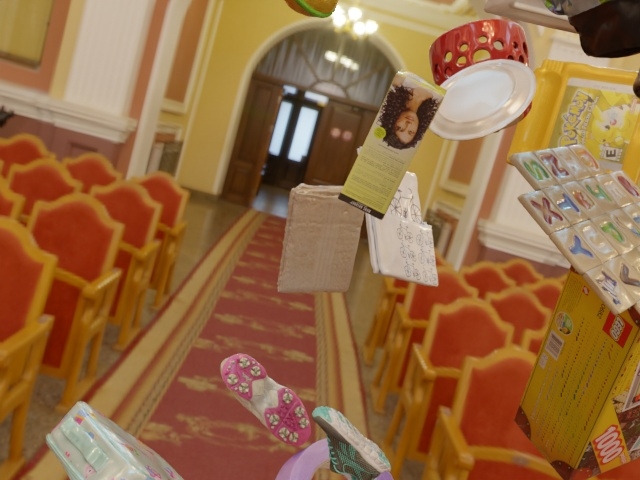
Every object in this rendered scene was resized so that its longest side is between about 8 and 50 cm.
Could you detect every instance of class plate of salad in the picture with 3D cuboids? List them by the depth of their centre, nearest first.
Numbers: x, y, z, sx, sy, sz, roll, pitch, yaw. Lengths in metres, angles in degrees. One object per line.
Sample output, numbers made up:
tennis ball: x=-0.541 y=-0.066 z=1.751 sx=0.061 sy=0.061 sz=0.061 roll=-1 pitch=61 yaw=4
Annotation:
plate of salad: x=0.281 y=-0.242 z=1.280 sx=0.200 sy=0.200 sz=0.048 roll=23 pitch=-23 yaw=45

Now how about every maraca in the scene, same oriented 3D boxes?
maraca: x=-0.033 y=-0.441 z=1.164 sx=0.099 sy=0.185 sz=0.127 roll=-25 pitch=8 yaw=38

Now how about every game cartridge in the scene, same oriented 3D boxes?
game cartridge: x=0.653 y=-0.290 z=1.797 sx=0.324 sy=0.285 sz=0.053 roll=18 pitch=3 yaw=30

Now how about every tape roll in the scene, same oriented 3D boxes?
tape roll: x=0.035 y=0.570 z=1.564 sx=0.275 sy=0.274 sz=0.090 roll=12 pitch=-34 yaw=-26

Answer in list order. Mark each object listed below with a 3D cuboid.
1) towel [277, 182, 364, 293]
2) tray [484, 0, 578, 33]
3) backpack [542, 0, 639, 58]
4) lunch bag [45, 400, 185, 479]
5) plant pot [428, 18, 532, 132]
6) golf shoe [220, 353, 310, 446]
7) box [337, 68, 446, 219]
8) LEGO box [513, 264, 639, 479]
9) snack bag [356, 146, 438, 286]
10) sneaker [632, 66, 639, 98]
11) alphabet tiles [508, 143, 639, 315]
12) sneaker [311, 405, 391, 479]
towel: x=0.000 y=0.000 z=1.736 sx=0.187 sy=0.282 sz=0.049 roll=1 pitch=25 yaw=-22
tray: x=0.403 y=-0.413 z=1.190 sx=0.271 sy=0.145 sz=0.030 roll=1 pitch=39 yaw=-32
backpack: x=0.291 y=-0.388 z=0.696 sx=0.290 sy=0.355 sz=0.273 roll=-31 pitch=21 yaw=-19
lunch bag: x=-0.340 y=0.394 z=1.230 sx=0.279 sy=0.107 sz=0.224 roll=20 pitch=-23 yaw=49
plant pot: x=0.317 y=-0.314 z=1.432 sx=0.191 sy=0.174 sz=0.191 roll=-5 pitch=-15 yaw=-1
golf shoe: x=-0.146 y=0.413 z=1.909 sx=0.306 sy=0.115 sz=0.140 roll=50 pitch=-21 yaw=-9
box: x=0.115 y=-0.154 z=1.185 sx=0.087 sy=0.232 sz=0.058 roll=26 pitch=26 yaw=4
LEGO box: x=0.650 y=0.218 z=1.475 sx=0.373 sy=0.499 sz=0.193 roll=-12 pitch=39 yaw=-23
snack bag: x=0.209 y=-0.056 z=1.916 sx=0.037 sy=0.342 sz=0.323 roll=-16 pitch=-19 yaw=32
sneaker: x=0.451 y=-0.164 z=0.823 sx=0.189 sy=0.071 sz=0.066 roll=25 pitch=-6 yaw=-5
alphabet tiles: x=0.386 y=-0.012 z=0.941 sx=0.343 sy=0.011 sz=0.285 roll=-13 pitch=61 yaw=-48
sneaker: x=0.037 y=0.332 z=1.150 sx=0.166 sy=0.076 sz=0.065 roll=46 pitch=2 yaw=-16
